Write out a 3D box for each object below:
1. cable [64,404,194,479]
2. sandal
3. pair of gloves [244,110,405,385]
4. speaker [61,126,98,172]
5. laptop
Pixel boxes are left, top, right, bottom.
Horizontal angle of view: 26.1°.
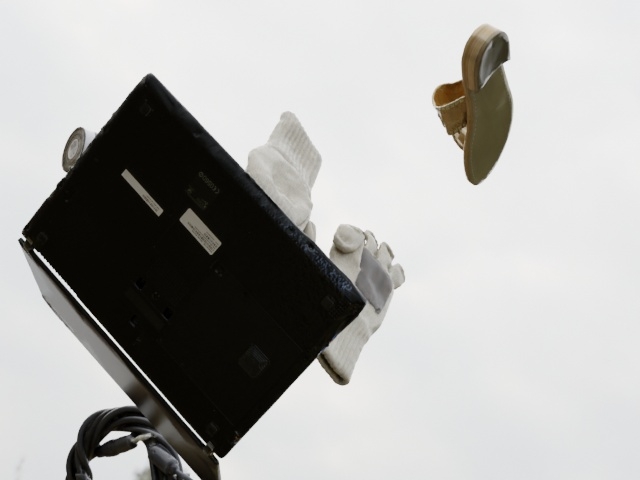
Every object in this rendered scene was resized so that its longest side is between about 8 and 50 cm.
[{"bbox_3d":[-0.191,0.247,1.288,0.150,0.184,0.047,40,26,26],"label":"cable"},{"bbox_3d":[0.166,-0.167,1.573,0.079,0.088,0.240,34,-26,26],"label":"sandal"},{"bbox_3d":[0.000,0.000,1.395,0.042,0.204,0.240,-22,-70,29],"label":"pair of gloves"},{"bbox_3d":[-0.217,-0.080,1.539,0.136,0.055,0.055,21,-21,-32],"label":"speaker"},{"bbox_3d":[-0.104,0.047,1.058,0.234,0.264,0.136,46,20,12],"label":"laptop"}]
